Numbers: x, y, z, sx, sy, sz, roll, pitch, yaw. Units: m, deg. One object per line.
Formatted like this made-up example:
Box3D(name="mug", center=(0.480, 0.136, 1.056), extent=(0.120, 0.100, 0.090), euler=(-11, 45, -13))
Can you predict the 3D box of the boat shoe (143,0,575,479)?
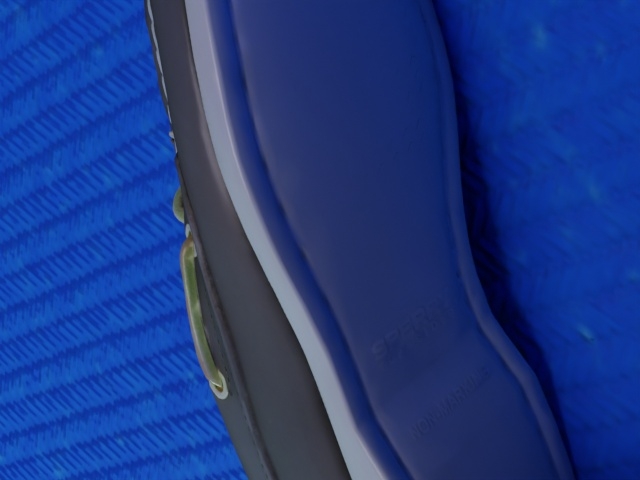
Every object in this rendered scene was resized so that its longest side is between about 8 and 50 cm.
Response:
Box3D(name="boat shoe", center=(-0.003, 0.002, 0.632), extent=(0.091, 0.109, 0.305), euler=(-5, 108, 46))
